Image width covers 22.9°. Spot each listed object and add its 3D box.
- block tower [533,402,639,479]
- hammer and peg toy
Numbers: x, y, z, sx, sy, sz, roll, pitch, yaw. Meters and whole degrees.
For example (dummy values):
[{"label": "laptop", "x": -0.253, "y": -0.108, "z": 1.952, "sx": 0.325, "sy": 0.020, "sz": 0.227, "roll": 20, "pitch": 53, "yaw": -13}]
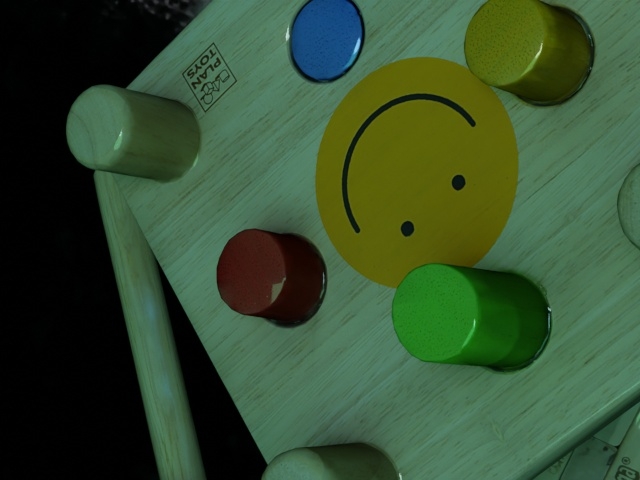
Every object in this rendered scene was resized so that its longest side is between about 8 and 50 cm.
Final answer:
[{"label": "block tower", "x": 0.228, "y": 0.129, "z": 0.713, "sx": 0.335, "sy": 0.097, "sz": 0.091, "roll": 26, "pitch": 116, "yaw": 9}, {"label": "hammer and peg toy", "x": 0.000, "y": 0.000, "z": 0.666, "sx": 0.361, "sy": 0.127, "sz": 0.266, "roll": -40, "pitch": 66, "yaw": 25}]
